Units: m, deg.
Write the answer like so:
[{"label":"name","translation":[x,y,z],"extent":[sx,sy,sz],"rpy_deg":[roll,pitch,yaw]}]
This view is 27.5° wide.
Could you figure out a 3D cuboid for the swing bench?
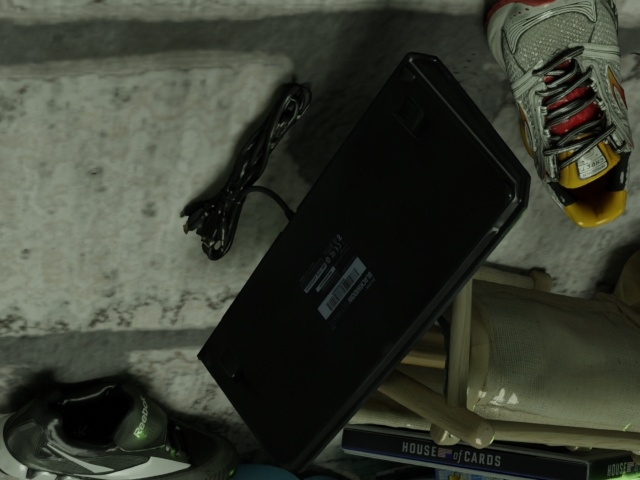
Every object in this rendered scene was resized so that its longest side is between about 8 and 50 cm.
[{"label":"swing bench","translation":[0.139,0.075,0.958],"extent":[0.253,0.165,0.254],"rpy_deg":[10,169,-29]}]

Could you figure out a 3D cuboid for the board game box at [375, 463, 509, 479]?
[{"label":"board game box","translation":[0.130,0.244,1.290],"extent":[0.194,0.060,0.194],"rpy_deg":[-9,172,14]}]

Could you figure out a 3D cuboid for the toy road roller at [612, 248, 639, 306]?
[{"label":"toy road roller","translation":[0.427,0.078,1.151],"extent":[0.329,0.241,0.202],"rpy_deg":[23,145,13]}]

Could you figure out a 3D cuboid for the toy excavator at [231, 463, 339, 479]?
[{"label":"toy excavator","translation":[0.024,0.380,1.393],"extent":[0.222,0.445,0.433],"rpy_deg":[-31,100,24]}]

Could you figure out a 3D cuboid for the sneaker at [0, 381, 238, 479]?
[{"label":"sneaker","translation":[-0.163,0.175,1.146],"extent":[0.234,0.078,0.106],"rpy_deg":[14,139,-30]}]

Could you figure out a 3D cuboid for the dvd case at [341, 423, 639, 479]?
[{"label":"dvd case","translation":[0.165,0.186,1.169],"extent":[0.238,0.030,0.179],"rpy_deg":[4,178,36]}]

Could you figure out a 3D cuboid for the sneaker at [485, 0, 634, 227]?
[{"label":"sneaker","translation":[0.174,-0.092,0.879],"extent":[0.088,0.093,0.225],"rpy_deg":[-21,143,10]}]

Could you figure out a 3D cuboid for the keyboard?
[{"label":"keyboard","translation":[0.000,0.000,0.884],"extent":[0.033,0.201,0.317],"rpy_deg":[-16,151,-47]}]
